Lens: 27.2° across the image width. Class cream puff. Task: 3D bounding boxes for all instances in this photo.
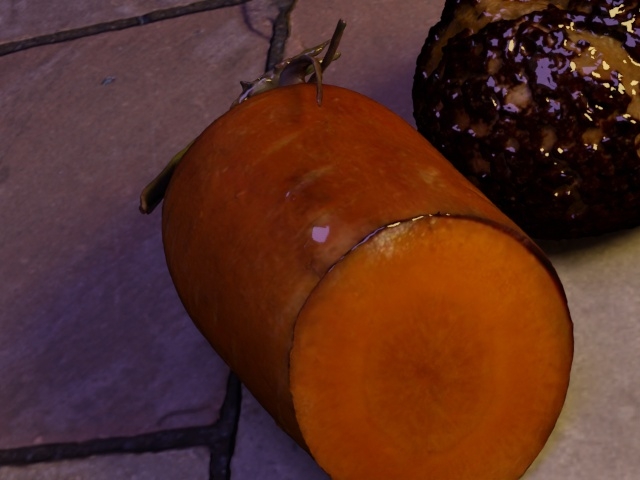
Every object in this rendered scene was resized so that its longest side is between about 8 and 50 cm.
[{"bbox_3d":[0.173,-0.116,0.906,0.239,0.165,0.239,-13,44,13],"label":"cream puff"}]

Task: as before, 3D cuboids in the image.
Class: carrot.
[{"bbox_3d":[0.000,0.000,0.850,0.193,0.214,0.331,-34,43,-8],"label":"carrot"}]
